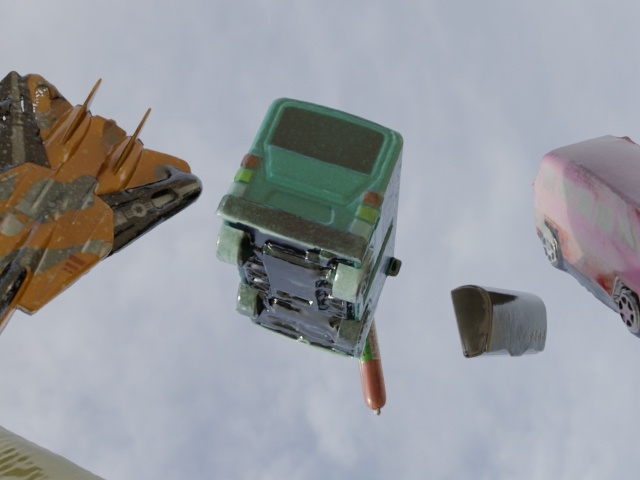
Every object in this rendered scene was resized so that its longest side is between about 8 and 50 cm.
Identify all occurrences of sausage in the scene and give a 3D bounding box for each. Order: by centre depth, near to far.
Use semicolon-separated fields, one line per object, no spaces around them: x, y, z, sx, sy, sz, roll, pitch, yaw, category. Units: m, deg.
0.054;0.106;1.200;0.029;0.029;0.223;10;-117;-43;sausage

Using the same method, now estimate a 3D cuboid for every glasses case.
0.189;0.085;1.001;0.190;0.042;0.072;11;-108;-60;glasses case

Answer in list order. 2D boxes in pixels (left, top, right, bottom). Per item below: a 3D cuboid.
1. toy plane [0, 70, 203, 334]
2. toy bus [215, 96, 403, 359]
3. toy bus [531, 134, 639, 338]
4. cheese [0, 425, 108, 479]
-0.242;0.009;0.818;0.204;0.103;0.316;30;-118;-12;toy plane
0.000;0.000;0.846;0.256;0.128;0.147;84;-154;-66;toy bus
0.332;-0.007;1.009;0.127;0.303;0.147;-12;-68;-8;toy bus
-0.244;0.247;0.656;0.265;0.242;0.124;-17;-61;-62;cheese
